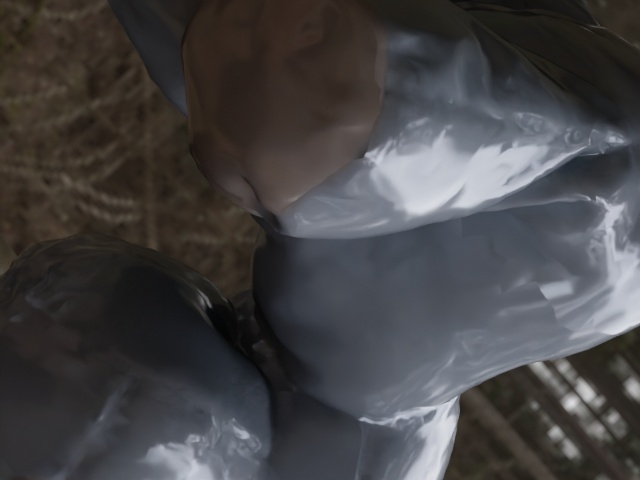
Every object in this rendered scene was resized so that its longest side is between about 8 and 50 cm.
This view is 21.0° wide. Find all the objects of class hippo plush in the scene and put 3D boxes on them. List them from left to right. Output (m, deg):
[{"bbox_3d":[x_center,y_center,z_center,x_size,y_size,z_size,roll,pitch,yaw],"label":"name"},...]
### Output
[{"bbox_3d":[0.000,0.000,0.590,0.236,0.294,0.234,-53,-144,25],"label":"hippo plush"}]

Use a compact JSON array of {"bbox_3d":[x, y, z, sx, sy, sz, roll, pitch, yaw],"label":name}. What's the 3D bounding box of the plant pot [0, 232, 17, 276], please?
[{"bbox_3d":[-0.245,0.072,0.841,0.256,0.256,0.274,-37,-174,17],"label":"plant pot"}]
